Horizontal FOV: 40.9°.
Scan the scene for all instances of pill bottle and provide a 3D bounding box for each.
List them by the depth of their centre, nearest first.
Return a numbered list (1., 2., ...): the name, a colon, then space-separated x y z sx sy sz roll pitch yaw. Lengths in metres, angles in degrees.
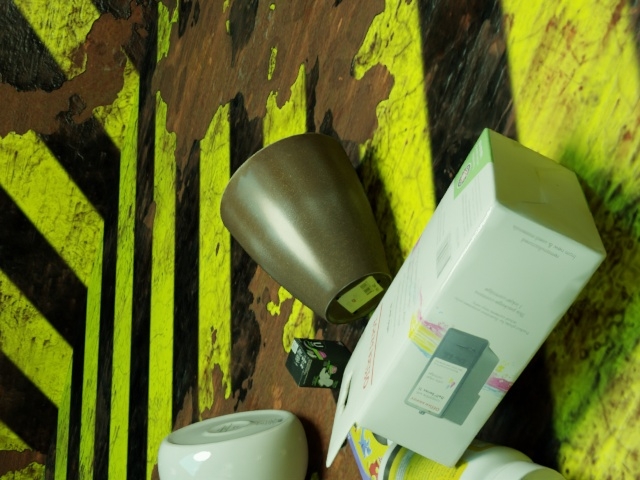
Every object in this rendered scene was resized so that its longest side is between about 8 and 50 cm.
1. pill bottle: 0.162 0.271 0.913 0.208 0.119 0.119 -5 79 63

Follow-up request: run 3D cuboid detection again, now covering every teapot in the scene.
1. teapot: -0.128 0.381 1.346 0.253 0.256 0.187 -9 92 47

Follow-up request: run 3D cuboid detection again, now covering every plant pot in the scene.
1. plant pot: 0.000 0.000 1.235 0.230 0.215 0.215 56 133 33

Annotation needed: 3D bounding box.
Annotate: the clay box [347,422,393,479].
1. clay box: 0.109 0.214 1.102 0.222 0.053 0.127 -63 34 34

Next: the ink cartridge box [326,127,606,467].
1. ink cartridge box: 0.139 0.084 0.905 0.353 0.119 0.207 -62 5 27

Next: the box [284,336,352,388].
1. box: 0.000 0.184 1.284 0.062 0.083 0.052 48 124 56
